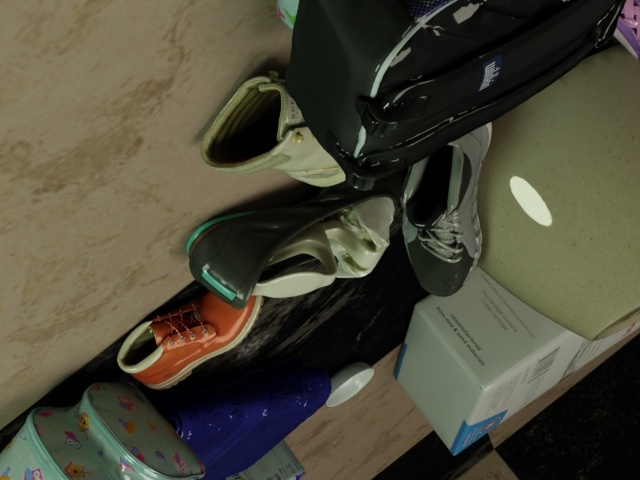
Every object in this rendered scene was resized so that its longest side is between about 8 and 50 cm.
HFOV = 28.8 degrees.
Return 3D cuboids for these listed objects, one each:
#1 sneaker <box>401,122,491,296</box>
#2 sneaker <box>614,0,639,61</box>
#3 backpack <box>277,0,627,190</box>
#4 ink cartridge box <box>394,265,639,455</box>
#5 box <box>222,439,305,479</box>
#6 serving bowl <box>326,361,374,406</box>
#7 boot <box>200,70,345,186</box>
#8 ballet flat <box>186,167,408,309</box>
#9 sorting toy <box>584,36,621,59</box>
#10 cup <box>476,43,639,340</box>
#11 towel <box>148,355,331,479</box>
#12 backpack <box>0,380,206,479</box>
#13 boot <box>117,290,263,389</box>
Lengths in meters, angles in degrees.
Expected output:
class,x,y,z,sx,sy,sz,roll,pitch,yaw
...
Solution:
class,x,y,z,sx,sy,sz,roll,pitch,yaw
sneaker,0.111,-0.022,1.246,0.132,0.086,0.229,-53,150,-55
sneaker,0.308,-0.214,1.175,0.236,0.105,0.095,24,134,-35
backpack,0.098,-0.177,0.873,0.253,0.191,0.225,-24,163,-13
ink cartridge box,0.325,0.113,1.869,0.395,0.166,0.285,-31,158,-18
box,-0.109,0.362,1.795,0.137,0.072,0.126,-21,152,-37
serving bowl,0.035,0.198,1.759,0.083,0.027,0.083,-34,158,-15
boot,0.022,-0.111,1.011,0.213,0.077,0.165,-30,163,29
ballet flat,0.000,0.000,1.205,0.280,0.096,0.095,-24,153,-34
sorting toy,0.328,-0.230,1.347,0.132,0.046,0.274,-20,151,-41
cup,0.310,-0.032,1.377,0.331,0.237,0.331,-27,165,-8
towel,-0.145,0.232,1.486,0.227,0.076,0.308,-42,160,29
backpack,-0.217,0.227,1.212,0.144,0.166,0.188,-50,161,20
boot,-0.128,0.087,1.231,0.158,0.059,0.084,-39,154,4
